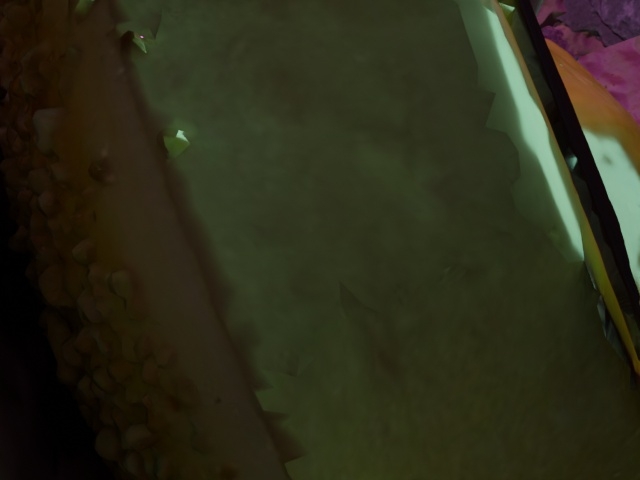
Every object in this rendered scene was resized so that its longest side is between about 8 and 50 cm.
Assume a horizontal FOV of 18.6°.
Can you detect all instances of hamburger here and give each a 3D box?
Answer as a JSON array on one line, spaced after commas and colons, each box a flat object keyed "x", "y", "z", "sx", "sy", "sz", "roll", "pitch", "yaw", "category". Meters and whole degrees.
[{"x": 0.000, "y": 0.000, "z": 0.600, "sx": 0.302, "sy": 0.170, "sz": 0.302, "roll": -21, "pitch": 90, "yaw": -81, "category": "hamburger"}]

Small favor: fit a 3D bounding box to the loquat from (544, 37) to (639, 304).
[{"x": 0.052, "y": 0.018, "z": 0.853, "sx": 0.238, "sy": 0.193, "sz": 0.238, "roll": 35, "pitch": -45, "yaw": 45, "category": "loquat"}]

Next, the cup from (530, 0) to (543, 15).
[{"x": -0.023, "y": -0.275, "z": 1.231, "sx": 0.323, "sy": 0.237, "sz": 0.327, "roll": 19, "pitch": 45, "yaw": -45, "category": "cup"}]
